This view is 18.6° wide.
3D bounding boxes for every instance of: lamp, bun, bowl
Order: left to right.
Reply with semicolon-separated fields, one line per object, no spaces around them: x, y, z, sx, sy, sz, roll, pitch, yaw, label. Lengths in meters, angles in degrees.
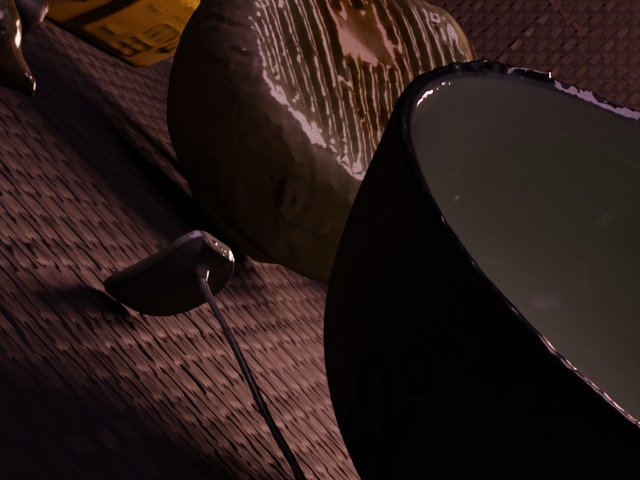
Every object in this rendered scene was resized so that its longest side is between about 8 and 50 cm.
-0.034;0.083;0.838;0.050;0.056;0.198;39;20;-55;lamp
0.006;-0.072;1.308;0.244;0.153;0.244;16;52;-21;bun
0.138;0.094;0.921;0.354;0.185;0.354;28;27;-15;bowl

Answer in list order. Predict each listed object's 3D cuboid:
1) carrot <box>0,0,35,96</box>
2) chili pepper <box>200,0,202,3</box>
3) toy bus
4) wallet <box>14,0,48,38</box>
-0.226;-0.207;0.885;0.342;0.070;0.070;58;7;5;carrot
-0.065;-0.198;1.431;0.085;0.076;0.359;-3;76;-34;chili pepper
-0.165;-0.220;1.442;0.335;0.121;0.123;21;48;-75;toy bus
-0.316;-0.263;1.014;0.406;0.062;0.228;41;9;-34;wallet
